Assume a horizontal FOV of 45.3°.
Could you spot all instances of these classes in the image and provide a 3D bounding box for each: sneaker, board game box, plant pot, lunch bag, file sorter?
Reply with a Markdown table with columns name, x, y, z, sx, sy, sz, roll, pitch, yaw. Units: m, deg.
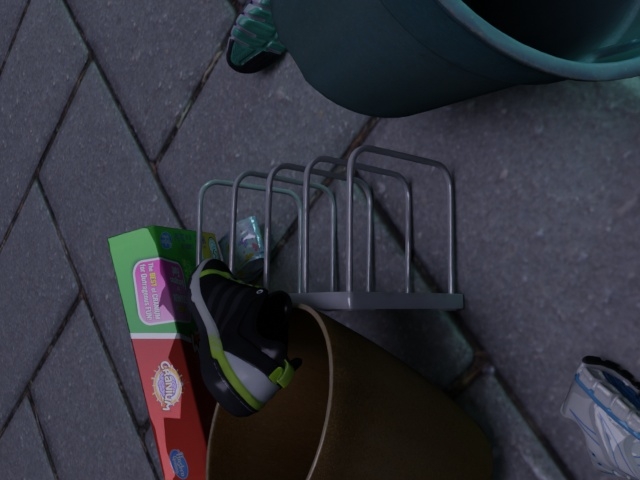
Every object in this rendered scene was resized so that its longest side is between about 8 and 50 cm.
| name | x | y | z | sx | sy | sz | roll | pitch | yaw |
| --- | --- | --- | --- | --- | --- | --- | --- | --- | --- |
| sneaker | -0.068 | 0.082 | 0.775 | 0.097 | 0.084 | 0.234 | -36 | 35 | 7 |
| board game box | -0.170 | 0.144 | 1.026 | 0.064 | 0.242 | 0.316 | -15 | 86 | 9 |
| plant pot | 0.119 | -0.269 | 0.690 | 0.334 | 0.341 | 0.341 | 170 | 99 | -68 |
| lunch bag | -0.107 | 0.014 | 1.126 | 0.083 | 0.053 | 0.071 | -46 | 56 | 46 |
| sneaker | 0.297 | 0.198 | 0.708 | 0.190 | 0.071 | 0.082 | 53 | 130 | 43 |
| plant pot | 0.048 | 0.216 | 0.799 | 0.237 | 0.254 | 0.237 | -43 | 35 | 41 |
| file sorter | 0.000 | 0.000 | 0.922 | 0.278 | 0.193 | 0.173 | -6 | 82 | 45 |
| sneaker | -0.067 | -0.346 | 1.101 | 0.223 | 0.083 | 0.098 | -54 | 31 | 27 |
